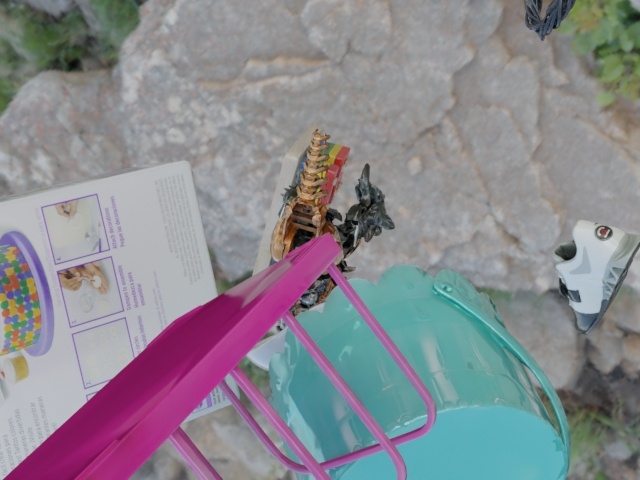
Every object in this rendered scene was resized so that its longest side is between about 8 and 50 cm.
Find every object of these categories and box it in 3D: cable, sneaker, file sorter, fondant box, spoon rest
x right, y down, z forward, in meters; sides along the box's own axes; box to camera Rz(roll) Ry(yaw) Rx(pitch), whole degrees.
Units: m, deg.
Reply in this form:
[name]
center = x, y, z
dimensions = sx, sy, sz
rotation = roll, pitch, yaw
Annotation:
[cable]
center = 0.379, -0.417, 1.599
dimensions = 0.150, 0.047, 0.185
rotation = -163, 76, -66
[sneaker]
center = 0.530, 0.064, 1.965
dimensions = 0.146, 0.122, 0.331
rotation = 28, 149, 19
[file sorter]
center = -0.074, 0.169, 0.688
dimensions = 0.202, 0.291, 0.182
rotation = -31, 100, 41
[fondant box]
center = -0.253, 0.079, 0.869
dimensions = 0.096, 0.330, 0.238
rotation = 5, 109, 56
[spoon rest]
center = 0.009, 0.096, 1.039
dimensions = 0.276, 0.137, 0.084
rotation = -8, 102, 64

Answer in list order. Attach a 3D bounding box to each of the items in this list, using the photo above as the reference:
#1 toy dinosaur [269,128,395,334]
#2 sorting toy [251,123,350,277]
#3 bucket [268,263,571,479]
[toy dinosaur]
center = 0.000, 0.000, 1.336
dimensions = 0.164, 0.218, 0.322
rotation = 32, 132, 0
[sorting toy]
center = -0.028, -0.051, 1.744
dimensions = 0.089, 0.257, 0.256
rotation = 18, 110, 4
[bucket]
center = 0.093, 0.185, 0.952
dimensions = 0.183, 0.281, 0.281
rotation = -112, 5, -52
